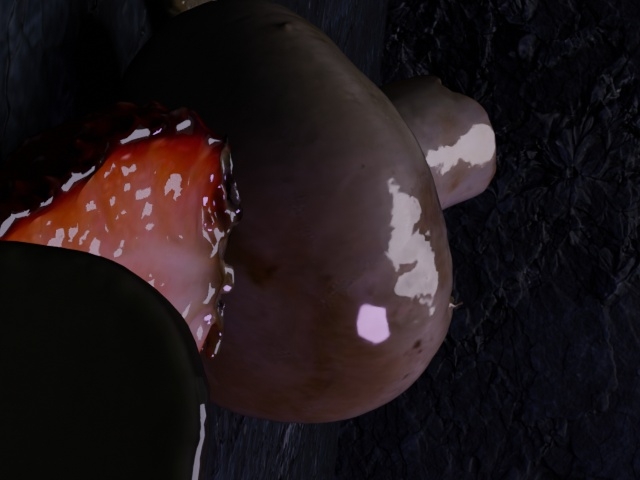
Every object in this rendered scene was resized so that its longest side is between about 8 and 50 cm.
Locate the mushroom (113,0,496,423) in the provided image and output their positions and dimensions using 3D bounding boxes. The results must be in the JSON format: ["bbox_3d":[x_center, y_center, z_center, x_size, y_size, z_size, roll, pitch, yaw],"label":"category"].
[{"bbox_3d":[0.007,-0.028,0.893,0.290,0.292,0.293,-21,128,-32],"label":"mushroom"}]

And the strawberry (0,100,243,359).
[{"bbox_3d":[-0.144,0.012,0.664,0.236,0.111,0.190,-10,119,-59],"label":"strawberry"}]

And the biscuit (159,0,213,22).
[{"bbox_3d":[-0.099,-0.223,1.033,0.290,0.038,0.141,65,32,-74],"label":"biscuit"}]

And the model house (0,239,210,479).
[{"bbox_3d":[-0.125,0.125,0.450,0.279,0.204,0.219,69,29,-79],"label":"model house"}]
